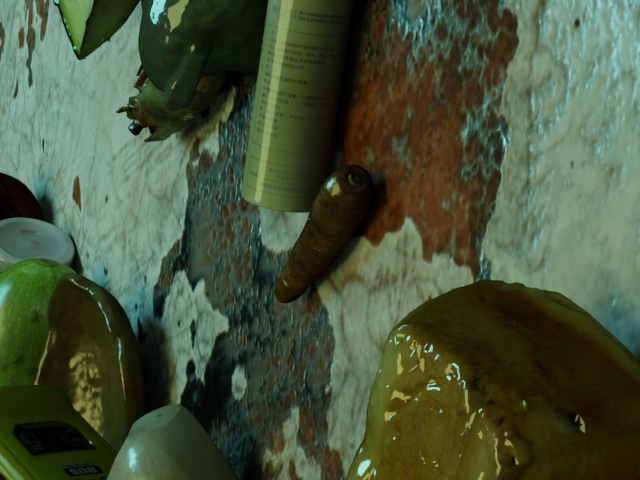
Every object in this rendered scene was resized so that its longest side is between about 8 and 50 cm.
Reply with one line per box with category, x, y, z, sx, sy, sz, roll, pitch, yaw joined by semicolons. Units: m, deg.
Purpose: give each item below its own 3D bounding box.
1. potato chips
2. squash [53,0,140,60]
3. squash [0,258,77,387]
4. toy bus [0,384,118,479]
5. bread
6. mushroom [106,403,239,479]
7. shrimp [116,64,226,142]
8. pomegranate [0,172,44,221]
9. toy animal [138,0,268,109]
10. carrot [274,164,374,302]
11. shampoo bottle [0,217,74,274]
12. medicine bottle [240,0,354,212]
potato chips;-0.193;0.133;1.741;0.195;0.062;0.208;-36;61;52
squash;-0.178;-0.280;1.714;0.192;0.085;0.184;115;145;-47
squash;-0.281;0.193;1.888;0.118;0.118;0.370;-135;49;-61
toy bus;-0.226;0.226;1.627;0.331;0.145;0.151;39;120;41
bread;0.079;0.174;0.998;0.167;0.132;0.294;-130;48;-58
mushroom;-0.095;0.215;1.455;0.088;0.097;0.212;78;169;-60
shrimp;-0.115;-0.147;1.605;0.217;0.051;0.115;136;138;-60
pomegranate;-0.344;0.003;2.054;0.129;0.129;0.159;-21;88;66
toy animal;-0.088;-0.210;1.460;0.127;0.125;0.251;-43;45;22
carrot;0.000;0.001;1.334;0.165;0.036;0.035;120;145;-52
shampoo bottle;-0.321;0.125;2.015;0.092;0.092;0.303;-117;37;-50
medicine bottle;-0.010;-0.136;1.336;0.059;0.059;0.230;-140;56;-62
